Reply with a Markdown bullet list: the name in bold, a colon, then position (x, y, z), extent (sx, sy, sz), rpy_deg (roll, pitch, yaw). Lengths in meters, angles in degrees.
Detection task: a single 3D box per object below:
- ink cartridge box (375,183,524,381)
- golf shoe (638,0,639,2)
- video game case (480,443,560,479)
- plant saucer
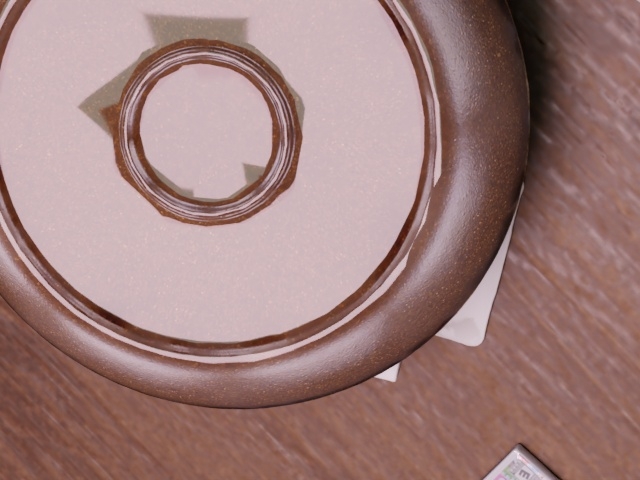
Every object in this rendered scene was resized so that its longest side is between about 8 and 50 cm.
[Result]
- **ink cartridge box**: position (0.000, 0.000, 1.017), extent (0.198, 0.067, 0.115), rpy_deg (14, 116, 4)
- **golf shoe**: position (0.226, -0.093, 0.923), extent (0.176, 0.069, 0.086), rpy_deg (17, 119, 15)
- **video game case**: position (0.130, 0.185, 1.081), extent (0.122, 0.011, 0.087), rpy_deg (42, 116, 2)
- **plant saucer**: position (-0.053, -0.057, 0.944), extent (0.311, 0.050, 0.310), rpy_deg (2, 104, 9)
